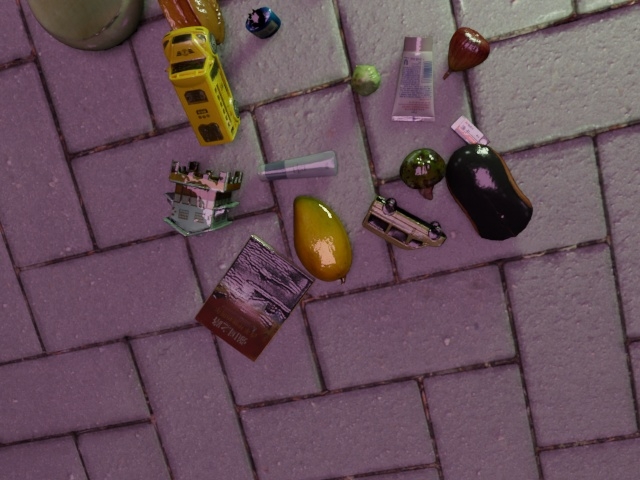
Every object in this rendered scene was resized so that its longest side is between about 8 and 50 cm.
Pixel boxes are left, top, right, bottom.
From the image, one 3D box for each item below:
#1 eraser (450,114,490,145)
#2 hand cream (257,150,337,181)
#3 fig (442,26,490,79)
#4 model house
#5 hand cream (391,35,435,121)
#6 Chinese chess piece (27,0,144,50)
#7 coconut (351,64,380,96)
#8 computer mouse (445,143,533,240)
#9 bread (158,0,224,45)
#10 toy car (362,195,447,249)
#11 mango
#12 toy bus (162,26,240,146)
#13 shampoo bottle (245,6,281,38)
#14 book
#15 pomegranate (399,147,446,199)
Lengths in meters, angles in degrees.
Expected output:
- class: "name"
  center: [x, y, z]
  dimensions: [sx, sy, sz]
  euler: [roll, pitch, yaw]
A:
- class: "eraser"
  center: [0.454, -0.321, 1.588]
  dimensions: [0.122, 0.029, 0.052]
  euler: [44, 103, -3]
- class: "hand cream"
  center: [-0.074, -0.230, 1.668]
  dimensions: [0.254, 0.048, 0.080]
  euler: [-7, 105, 6]
- class: "fig"
  center: [0.404, -0.544, 1.512]
  dimensions: [0.152, 0.119, 0.119]
  euler: [-25, 97, 22]
- class: "model house"
  center: [-0.367, -0.130, 1.641]
  dimensions: [0.198, 0.224, 0.216]
  euler: [14, 99, 2]
- class: "hand cream"
  center: [0.288, -0.478, 1.563]
  dimensions: [0.133, 0.083, 0.248]
  euler: [5, 113, 7]
- class: "Chinese chess piece"
  center: [-0.712, -0.760, 1.594]
  dimensions: [0.348, 0.146, 0.350]
  euler: [1, 101, 8]
- class: "coconut"
  center: [0.133, -0.485, 1.571]
  dimensions: [0.087, 0.088, 0.096]
  euler: [-38, 100, 13]
- class: "computer mouse"
  center: [0.500, -0.137, 1.564]
  dimensions: [0.182, 0.116, 0.323]
  euler: [-32, 100, 26]
- class: "bread"
  center: [-0.380, -0.697, 1.540]
  dimensions: [0.142, 0.195, 0.270]
  euler: [-23, 98, 19]
- class: "toy car"
  center: [0.261, -0.038, 1.634]
  dimensions: [0.256, 0.101, 0.125]
  euler: [29, 108, 2]
- class: "mango"
  center: [0.000, 0.000, 1.673]
  dimensions: [0.176, 0.119, 0.317]
  euler: [-22, 89, 14]
- class: "toy bus"
  center: [-0.351, -0.446, 1.543]
  dimensions: [0.144, 0.152, 0.330]
  euler: [-7, 137, 9]
- class: "shampoo bottle"
  center: [-0.169, -0.635, 1.528]
  dimensions: [0.087, 0.183, 0.050]
  euler: [-32, 97, 13]
- class: "book"
  center: [-0.228, 0.201, 1.784]
  dimensions: [0.262, 0.028, 0.374]
  euler: [36, 103, -2]
- class: "pomegranate"
  center: [0.314, -0.196, 1.583]
  dimensions: [0.138, 0.125, 0.163]
  euler: [-19, 99, 3]
